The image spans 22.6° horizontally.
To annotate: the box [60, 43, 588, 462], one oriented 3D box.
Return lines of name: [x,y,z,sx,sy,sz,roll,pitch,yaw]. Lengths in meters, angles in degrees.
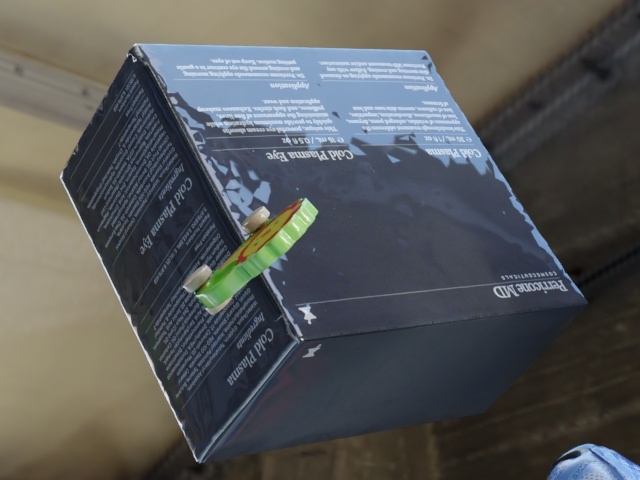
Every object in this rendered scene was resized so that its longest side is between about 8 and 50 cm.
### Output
box: [0.000,0.000,1.410,0.179,0.343,0.312,-54,-126,38]

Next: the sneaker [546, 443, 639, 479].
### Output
sneaker: [0.134,0.268,0.988,0.147,0.130,0.330,46,-61,45]

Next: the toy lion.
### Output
toy lion: [-0.046,0.009,1.145,0.100,0.034,0.096,-46,-169,-13]
